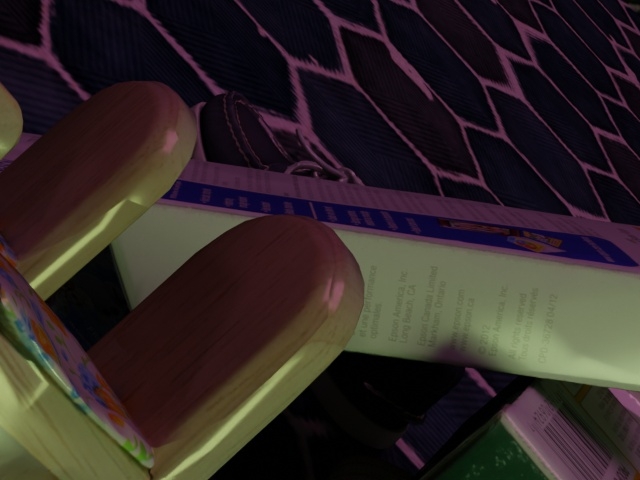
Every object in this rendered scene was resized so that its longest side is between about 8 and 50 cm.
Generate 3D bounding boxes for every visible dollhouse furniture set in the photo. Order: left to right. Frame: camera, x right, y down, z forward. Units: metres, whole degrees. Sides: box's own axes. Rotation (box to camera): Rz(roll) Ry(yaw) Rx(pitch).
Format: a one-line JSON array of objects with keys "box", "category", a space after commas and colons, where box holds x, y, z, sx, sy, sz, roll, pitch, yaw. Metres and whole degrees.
[{"box": [-0.160, -0.157, 0.518, 0.362, 0.256, 0.394, 50, -5, -35], "category": "dollhouse furniture set"}]

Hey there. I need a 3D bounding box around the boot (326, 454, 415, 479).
[{"box": [0.059, 0.200, 0.783, 0.213, 0.077, 0.165, 50, 17, 2], "category": "boot"}]

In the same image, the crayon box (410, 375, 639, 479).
[{"box": [0.175, 0.206, 0.786, 0.323, 0.083, 0.203, 49, 15, 6], "category": "crayon box"}]

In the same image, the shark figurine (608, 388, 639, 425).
[{"box": [0.180, 0.147, 1.095, 0.278, 0.116, 0.166, 51, -15, -14], "category": "shark figurine"}]

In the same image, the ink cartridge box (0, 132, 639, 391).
[{"box": [0.019, 0.008, 0.828, 0.370, 0.069, 0.176, 11, 9, -4], "category": "ink cartridge box"}]

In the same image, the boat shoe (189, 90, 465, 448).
[{"box": [0.000, 0.000, 1.011, 0.095, 0.079, 0.254, 22, 33, -49], "category": "boat shoe"}]

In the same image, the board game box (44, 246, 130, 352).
[{"box": [-0.096, 0.048, 0.816, 0.090, 0.020, 0.090, 50, 19, 5], "category": "board game box"}]
